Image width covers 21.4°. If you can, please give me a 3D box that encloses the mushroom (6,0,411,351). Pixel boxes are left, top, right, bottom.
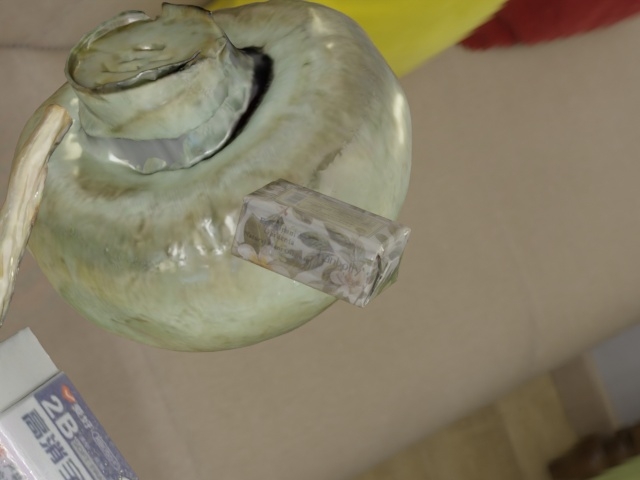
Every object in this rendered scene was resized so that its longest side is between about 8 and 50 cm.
[{"bbox_3d":[-0.091,-0.068,1.405,0.352,0.352,0.260,-63,142,-42],"label":"mushroom"}]

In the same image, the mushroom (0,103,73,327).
[{"bbox_3d":[-0.130,0.076,0.550,0.026,0.028,0.286,53,43,-50],"label":"mushroom"}]

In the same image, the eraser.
[{"bbox_3d":[-0.236,0.187,1.447,0.210,0.068,0.124,56,25,-2],"label":"eraser"}]

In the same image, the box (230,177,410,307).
[{"bbox_3d":[0.000,0.000,1.033,0.098,0.045,0.062,23,23,18],"label":"box"}]
